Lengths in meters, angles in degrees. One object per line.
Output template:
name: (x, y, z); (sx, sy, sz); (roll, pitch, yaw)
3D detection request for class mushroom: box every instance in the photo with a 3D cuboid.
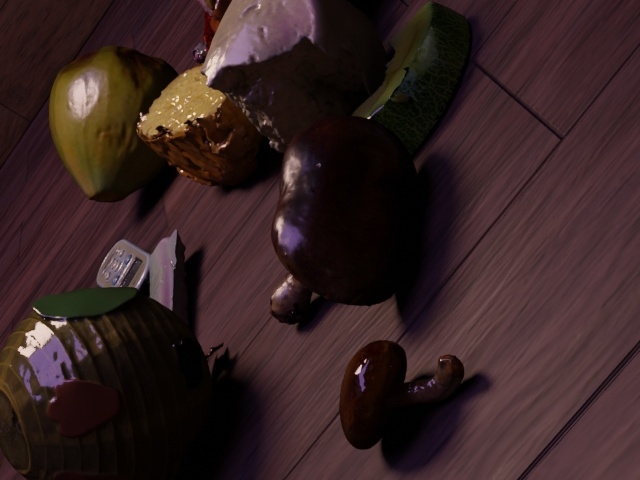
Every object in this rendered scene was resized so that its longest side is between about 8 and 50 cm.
mushroom: (0.000, 0.000, 1.147); (0.217, 0.148, 0.227); (-54, 13, 51)
mushroom: (0.060, 0.115, 0.929); (0.129, 0.072, 0.088); (-38, -3, 32)

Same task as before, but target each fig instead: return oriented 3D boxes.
fig: (-0.347, -0.193, 1.908); (0.239, 0.239, 0.271); (-8, 66, 60)

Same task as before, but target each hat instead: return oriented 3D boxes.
hat: (-0.179, -0.387, 1.994); (0.227, 0.129, 0.140); (122, 146, -47)

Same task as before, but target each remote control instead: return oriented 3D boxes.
remote control: (-0.289, 0.052, 1.716); (0.087, 0.047, 0.244); (-57, 23, -5)

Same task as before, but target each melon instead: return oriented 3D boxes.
melon: (0.094, -0.168, 1.222); (0.118, 0.064, 0.209); (-25, 38, 60)

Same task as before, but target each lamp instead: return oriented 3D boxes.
lamp: (-0.218, 0.168, 1.246); (0.250, 0.284, 0.250); (21, 119, 45)

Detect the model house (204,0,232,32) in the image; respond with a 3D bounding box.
model house: (-0.081, -0.370, 1.544); (0.295, 0.252, 0.329); (115, 163, -48)

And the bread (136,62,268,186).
bread: (-0.141, -0.162, 1.577); (0.261, 0.147, 0.160); (-9, 44, 55)

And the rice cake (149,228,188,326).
rice cake: (-0.194, 0.084, 1.485); (0.081, 0.051, 0.290); (-58, 23, 24)

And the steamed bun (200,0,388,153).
steamed bun: (-0.021, -0.196, 1.291); (0.170, 0.225, 0.200); (25, 96, 25)
